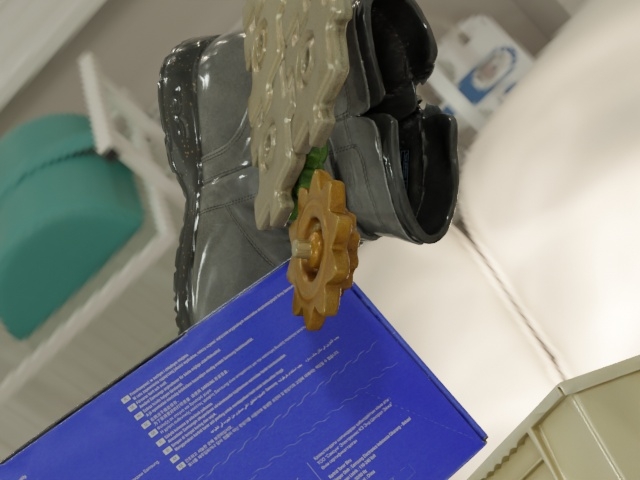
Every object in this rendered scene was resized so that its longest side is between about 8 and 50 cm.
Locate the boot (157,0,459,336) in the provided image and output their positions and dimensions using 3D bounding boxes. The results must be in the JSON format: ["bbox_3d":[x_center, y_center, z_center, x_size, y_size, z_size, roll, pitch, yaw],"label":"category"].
[{"bbox_3d":[0.000,0.000,0.978,0.223,0.338,0.118,-2,14,43],"label":"boot"}]

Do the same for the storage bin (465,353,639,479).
[{"bbox_3d":[0.280,0.200,1.200,0.123,0.262,0.260,61,148,22],"label":"storage bin"}]

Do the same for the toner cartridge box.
[{"bbox_3d":[-0.082,0.160,0.764,0.348,0.165,0.075,-35,-13,-31],"label":"toner cartridge box"}]

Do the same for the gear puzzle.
[{"bbox_3d":[0.000,-0.104,0.802,0.175,0.044,0.339,119,152,-52],"label":"gear puzzle"}]
